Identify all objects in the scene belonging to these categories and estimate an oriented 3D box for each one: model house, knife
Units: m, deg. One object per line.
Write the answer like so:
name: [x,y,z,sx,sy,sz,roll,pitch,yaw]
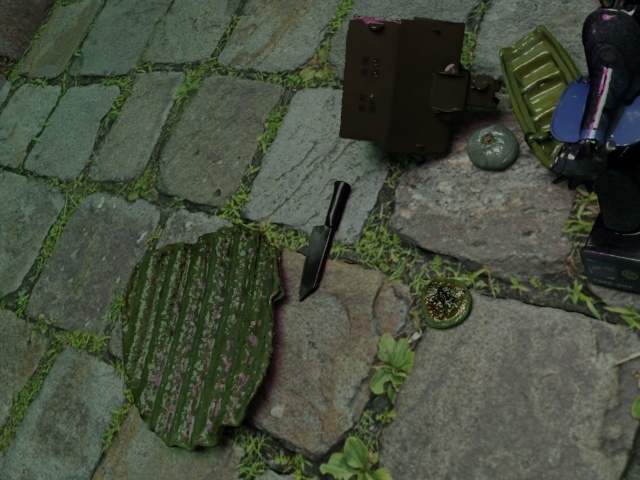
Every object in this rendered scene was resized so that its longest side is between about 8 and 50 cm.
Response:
model house: [0.177,-0.260,1.102,0.243,0.204,0.212,10,113,15]
knife: [0.000,0.000,1.172,0.060,0.028,0.231,-1,67,47]

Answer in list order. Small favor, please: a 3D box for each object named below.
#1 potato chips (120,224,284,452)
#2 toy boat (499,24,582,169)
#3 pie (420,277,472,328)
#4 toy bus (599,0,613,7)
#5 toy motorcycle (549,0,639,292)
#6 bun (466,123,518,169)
potato chips: [-0.225,0.161,1.199,0.358,0.070,0.430,-9,60,28]
toy boat: [0.355,-0.204,1.010,0.111,0.084,0.277,-26,49,23]
pie: [0.186,0.091,0.991,0.084,0.021,0.084,-16,57,26]
toy bus: [0.478,-0.349,1.010,0.081,0.074,0.227,-21,55,24]
toy motorcycle: [0.352,-0.102,0.772,0.125,0.358,0.213,11,62,39]
bun: [0.272,-0.150,1.054,0.083,0.045,0.083,-14,62,29]
